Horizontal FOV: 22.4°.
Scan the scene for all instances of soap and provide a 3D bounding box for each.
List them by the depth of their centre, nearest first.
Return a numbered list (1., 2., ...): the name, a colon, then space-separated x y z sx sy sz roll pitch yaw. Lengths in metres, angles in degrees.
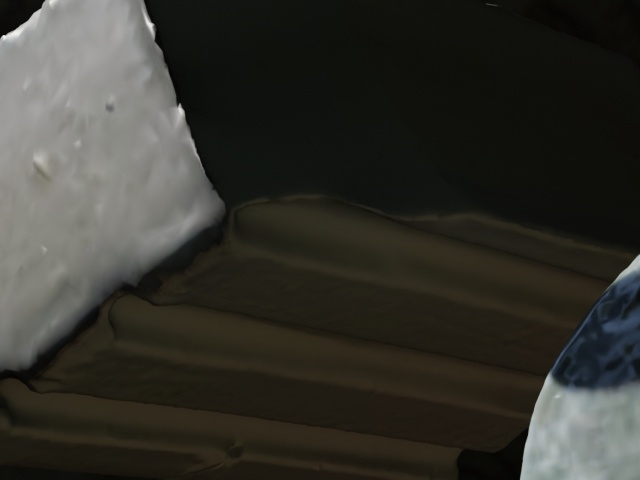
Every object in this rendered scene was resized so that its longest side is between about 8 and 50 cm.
1. soap: 0.000 0.000 1.003 0.435 0.213 0.350 12 -38 -43

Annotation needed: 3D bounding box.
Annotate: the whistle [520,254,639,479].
1. whistle: 0.206 0.143 0.464 0.168 0.405 0.188 24 -59 -38
